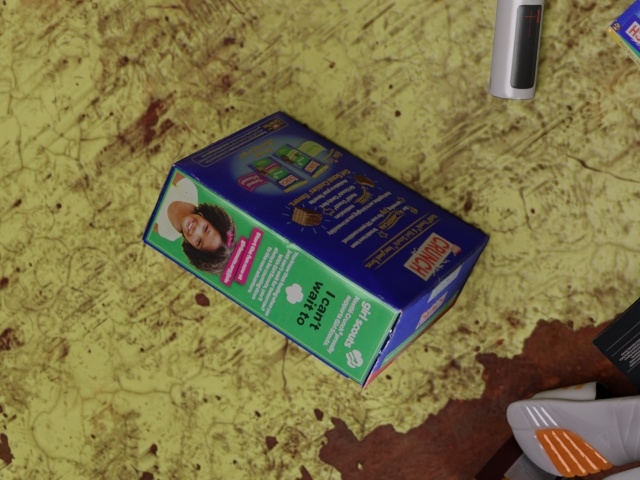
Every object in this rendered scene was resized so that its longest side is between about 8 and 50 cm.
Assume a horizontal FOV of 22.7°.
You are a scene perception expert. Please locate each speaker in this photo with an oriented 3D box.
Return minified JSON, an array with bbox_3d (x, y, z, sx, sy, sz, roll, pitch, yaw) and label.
[{"bbox_3d":[0.224,-0.232,1.811,0.055,0.055,0.136,12,109,23],"label":"speaker"}]

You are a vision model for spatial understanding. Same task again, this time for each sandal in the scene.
[{"bbox_3d":[0.333,0.210,1.826,0.265,0.076,0.102,-11,107,49],"label":"sandal"}]

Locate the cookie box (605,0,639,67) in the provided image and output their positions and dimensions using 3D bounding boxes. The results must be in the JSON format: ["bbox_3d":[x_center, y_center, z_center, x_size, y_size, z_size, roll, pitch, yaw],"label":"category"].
[{"bbox_3d":[0.383,-0.236,1.739,0.092,0.040,0.107,48,120,6],"label":"cookie box"}]

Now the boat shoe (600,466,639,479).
[{"bbox_3d":[0.468,0.286,1.739,0.335,0.121,0.119,-16,66,1],"label":"boat shoe"}]

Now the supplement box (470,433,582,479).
[{"bbox_3d":[0.242,0.358,1.890,0.191,0.194,0.129,42,119,10],"label":"supplement box"}]

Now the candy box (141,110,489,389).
[{"bbox_3d":[0.000,0.000,1.866,0.317,0.268,0.122,31,119,15],"label":"candy box"}]

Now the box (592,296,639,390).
[{"bbox_3d":[0.446,0.094,1.719,0.184,0.103,0.261,49,142,9],"label":"box"}]
